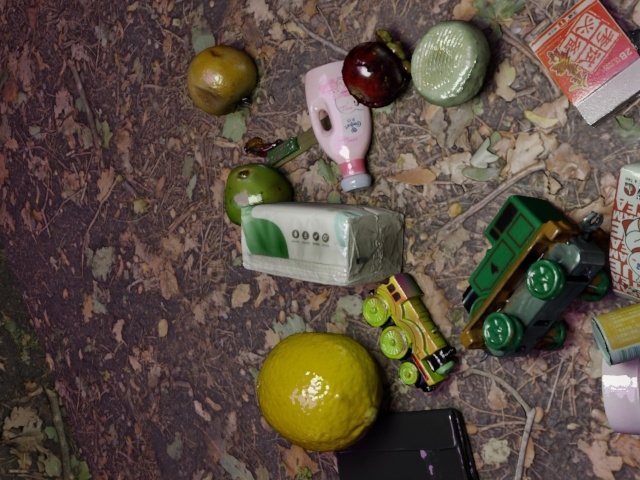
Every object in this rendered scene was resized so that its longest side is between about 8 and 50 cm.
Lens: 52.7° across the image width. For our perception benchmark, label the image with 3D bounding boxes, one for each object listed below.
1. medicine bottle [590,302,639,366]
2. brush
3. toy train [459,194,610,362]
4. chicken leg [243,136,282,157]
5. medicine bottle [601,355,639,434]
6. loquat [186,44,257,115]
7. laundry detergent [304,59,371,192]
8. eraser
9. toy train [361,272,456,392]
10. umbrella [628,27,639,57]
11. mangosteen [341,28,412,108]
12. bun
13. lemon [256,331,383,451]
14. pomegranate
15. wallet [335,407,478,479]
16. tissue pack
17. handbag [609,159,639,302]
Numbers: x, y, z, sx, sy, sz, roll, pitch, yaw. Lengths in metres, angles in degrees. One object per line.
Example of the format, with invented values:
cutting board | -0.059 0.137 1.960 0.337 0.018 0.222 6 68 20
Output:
medicine bottle | 0.692 0.108 1.108 0.426 0.108 0.108 -19 81 11
brush | -0.048 -0.284 1.822 0.282 0.048 0.054 -26 77 35
toy train | 0.432 0.080 1.381 0.429 0.178 0.249 -62 40 32
chicken leg | -0.173 -0.279 1.931 0.145 0.037 0.062 13 89 39
medicine bottle | 0.723 0.265 1.146 0.379 0.214 0.213 -8 89 39
loquat | -0.294 -0.467 1.904 0.213 0.213 0.213 4 97 38
laundry detergent | 0.059 -0.293 1.694 0.159 0.088 0.335 -13 87 13
eraser | 0.560 -0.370 1.331 0.157 0.038 0.230 -40 69 34
toy train | 0.225 0.229 1.613 0.160 0.101 0.296 -42 69 31
umbrella | 0.698 -0.408 1.199 0.224 0.071 0.080 -24 71 28
mangosteen | 0.145 -0.420 1.591 0.180 0.166 0.166 -48 61 -3
bun | 0.304 -0.400 1.482 0.196 0.118 0.195 -2 86 40
lemon | 0.000 0.384 1.676 0.336 0.336 0.335 4 97 38
pomegranate | -0.166 -0.099 1.843 0.159 0.190 0.240 6 97 24
wallet | 0.203 0.561 1.683 0.406 0.062 0.228 -18 84 39
tissue pack | 0.000 -0.002 1.665 0.357 0.266 0.193 7 98 37
handbag | 0.655 -0.004 1.231 0.171 0.151 0.298 26 126 45
